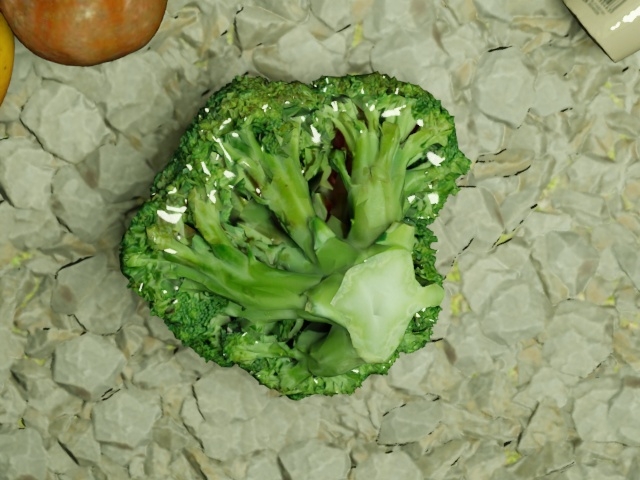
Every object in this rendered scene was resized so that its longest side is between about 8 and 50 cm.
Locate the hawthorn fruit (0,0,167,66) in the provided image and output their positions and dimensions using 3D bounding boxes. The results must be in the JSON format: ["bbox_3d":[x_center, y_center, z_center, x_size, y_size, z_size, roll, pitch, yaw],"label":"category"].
[{"bbox_3d":[-0.213,-0.225,0.790,0.149,0.189,0.149,-7,68,18],"label":"hawthorn fruit"}]

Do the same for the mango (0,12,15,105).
[{"bbox_3d":[-0.357,-0.144,0.858,0.141,0.102,0.217,44,98,18],"label":"mango"}]

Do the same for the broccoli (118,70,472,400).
[{"bbox_3d":[0.000,0.000,0.798,0.308,0.275,0.307,-5,103,-24],"label":"broccoli"}]

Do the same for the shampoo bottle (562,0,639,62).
[{"bbox_3d":[0.326,-0.260,0.793,0.257,0.127,0.078,-39,143,18],"label":"shampoo bottle"}]
